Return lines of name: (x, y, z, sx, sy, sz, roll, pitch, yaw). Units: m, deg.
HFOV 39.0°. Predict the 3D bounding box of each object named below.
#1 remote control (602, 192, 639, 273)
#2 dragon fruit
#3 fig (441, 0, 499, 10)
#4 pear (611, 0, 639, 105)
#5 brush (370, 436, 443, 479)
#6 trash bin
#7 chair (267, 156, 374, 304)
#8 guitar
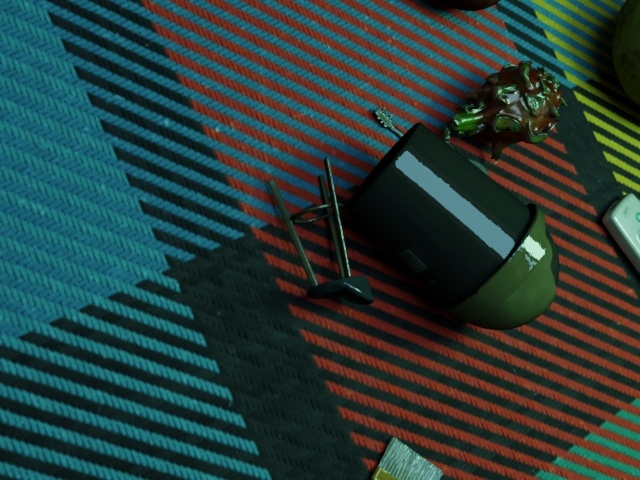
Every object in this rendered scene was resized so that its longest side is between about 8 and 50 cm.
remote control: (0.606, 0.023, 1.645, 0.090, 0.049, 0.230, -41, 96, -31)
dragon fruit: (0.305, -0.210, 1.509, 0.236, 0.135, 0.137, -37, 98, -20)
fig: (0.256, -0.509, 1.524, 0.235, 0.214, 0.235, 29, 49, -41)
pear: (0.674, -0.359, 1.665, 0.283, 0.283, 0.284, 7, 74, -25)
brush: (0.083, 0.425, 1.299, 0.103, 0.013, 0.272, 37, 64, -14)
trash bin: (0.216, -0.007, 1.369, 0.334, 0.214, 0.214, 40, 63, -3)
chair: (0.001, 0.000, 1.328, 0.095, 0.104, 0.222, -18, 80, -4)
guitar: (0.180, -0.142, 1.485, 0.233, 0.025, 0.088, 38, 65, -14)
